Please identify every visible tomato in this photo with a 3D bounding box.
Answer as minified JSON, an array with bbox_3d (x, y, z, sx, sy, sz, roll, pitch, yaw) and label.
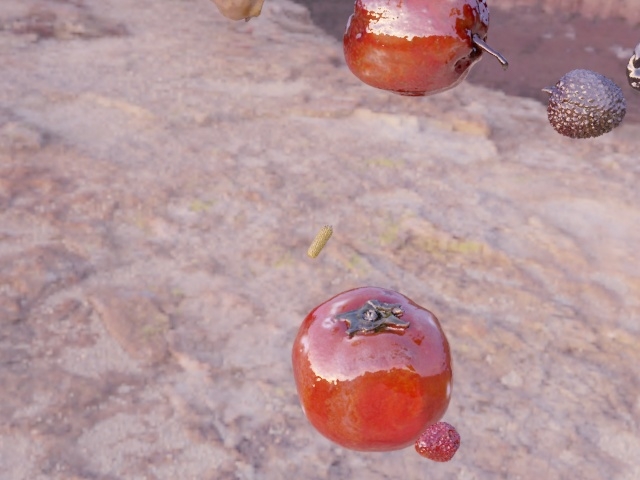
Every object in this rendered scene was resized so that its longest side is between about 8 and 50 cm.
[{"bbox_3d":[0.108,0.263,1.842,0.325,0.289,0.293,-8,33,-12],"label":"tomato"}]

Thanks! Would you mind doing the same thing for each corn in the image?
[{"bbox_3d":[0.000,0.000,1.855,0.027,0.083,0.028,36,-16,-10],"label":"corn"}]

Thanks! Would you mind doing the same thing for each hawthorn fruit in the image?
[{"bbox_3d":[0.126,-0.233,1.028,0.194,0.157,0.157,22,28,24],"label":"hawthorn fruit"}]

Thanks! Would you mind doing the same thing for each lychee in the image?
[{"bbox_3d":[0.255,-0.132,0.879,0.083,0.067,0.068,14,16,12],"label":"lychee"}]

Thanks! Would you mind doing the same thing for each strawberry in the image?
[{"bbox_3d":[0.205,0.363,1.605,0.083,0.073,0.073,-12,26,-44],"label":"strawberry"}]

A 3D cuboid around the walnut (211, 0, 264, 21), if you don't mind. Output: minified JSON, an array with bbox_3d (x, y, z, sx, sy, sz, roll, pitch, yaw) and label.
[{"bbox_3d":[-0.155,-0.528,1.627,0.141,0.204,0.238,26,24,-39],"label":"walnut"}]

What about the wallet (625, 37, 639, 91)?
[{"bbox_3d":[0.514,-0.255,1.085,0.406,0.228,0.062,2,26,-47],"label":"wallet"}]
